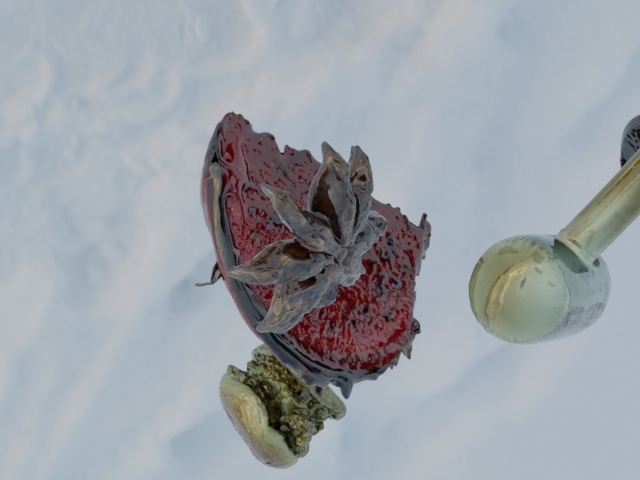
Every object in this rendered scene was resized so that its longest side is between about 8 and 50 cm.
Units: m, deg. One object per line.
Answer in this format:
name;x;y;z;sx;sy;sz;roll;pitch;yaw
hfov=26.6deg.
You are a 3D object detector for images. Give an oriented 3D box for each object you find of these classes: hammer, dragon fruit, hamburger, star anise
hammer;0.283;-0.024;1.341;0.305;0.113;0.202;-51;162;17
dragon fruit;-0.025;0.037;1.529;0.343;0.282;0.100;31;141;-32
hamburger;-0.061;0.211;1.743;0.131;0.185;0.159;-46;101;-9
star anise;0.001;-0.001;0.881;0.141;0.042;0.141;-33;137;-38

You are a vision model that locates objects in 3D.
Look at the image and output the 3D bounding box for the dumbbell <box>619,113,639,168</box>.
dumbbell;0.459;-0.108;1.499;0.218;0.152;0.152;-26;132;-20
